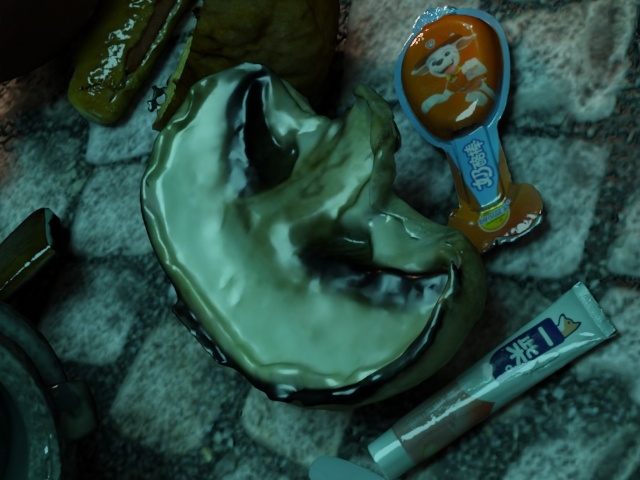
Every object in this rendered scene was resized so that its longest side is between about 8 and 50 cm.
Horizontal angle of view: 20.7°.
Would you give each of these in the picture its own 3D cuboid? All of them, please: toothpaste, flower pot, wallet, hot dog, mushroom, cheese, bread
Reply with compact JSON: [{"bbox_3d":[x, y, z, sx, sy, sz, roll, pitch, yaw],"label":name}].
[{"bbox_3d":[0.127,0.109,1.318,0.205,0.036,0.056,-36,52,7],"label":"toothpaste"},{"bbox_3d":[-0.331,0.151,1.428,0.299,0.299,0.283,-60,9,-8],"label":"flower pot"},{"bbox_3d":[-0.336,0.068,1.616,0.255,0.031,0.137,-40,17,6],"label":"wallet"},{"bbox_3d":[-0.162,-0.245,1.688,0.088,0.061,0.285,8,69,49],"label":"hot dog"},{"bbox_3d":[0.002,0.001,1.393,0.344,0.130,0.247,33,89,36],"label":"mushroom"},{"bbox_3d":[0.119,-0.097,1.430,0.106,0.037,0.256,-27,52,21],"label":"cheese"},{"bbox_3d":[-0.052,-0.175,1.520,0.260,0.134,0.129,-53,14,53],"label":"bread"}]

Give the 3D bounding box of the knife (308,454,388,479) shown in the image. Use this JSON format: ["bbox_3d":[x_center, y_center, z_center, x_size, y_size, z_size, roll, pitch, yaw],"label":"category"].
[{"bbox_3d":[0.075,0.264,1.268,0.080,0.044,0.331,-38,47,11],"label":"knife"}]

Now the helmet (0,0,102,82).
[{"bbox_3d":[-0.322,-0.267,1.669,0.337,0.230,0.385,-33,14,-39],"label":"helmet"}]
